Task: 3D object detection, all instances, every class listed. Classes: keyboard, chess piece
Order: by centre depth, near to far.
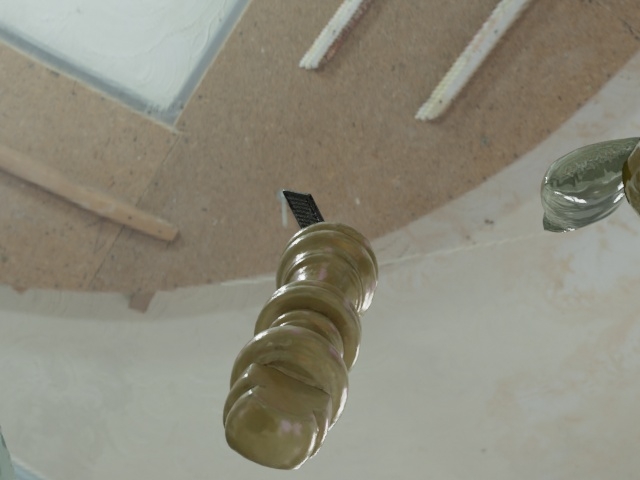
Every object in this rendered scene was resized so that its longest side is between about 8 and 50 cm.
[{"bbox_3d":[-0.014,0.090,0.793,0.117,0.397,0.117,2,-73,7],"label":"chess piece"},{"bbox_3d":[0.000,0.000,1.088,0.010,0.053,0.155,-45,-55,-26],"label":"keyboard"}]

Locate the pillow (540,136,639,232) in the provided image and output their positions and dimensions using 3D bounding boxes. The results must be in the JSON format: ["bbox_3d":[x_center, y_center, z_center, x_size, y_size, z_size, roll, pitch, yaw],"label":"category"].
[{"bbox_3d":[0.370,-0.076,1.188,0.144,0.078,0.254,-20,-16,9],"label":"pillow"}]

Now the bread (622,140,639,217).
[{"bbox_3d":[0.507,-0.097,0.945,0.341,0.210,0.300,-27,-15,-19],"label":"bread"}]

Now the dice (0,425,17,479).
[{"bbox_3d":[-0.264,0.134,0.239,0.264,0.262,0.268,-13,-97,26],"label":"dice"}]
